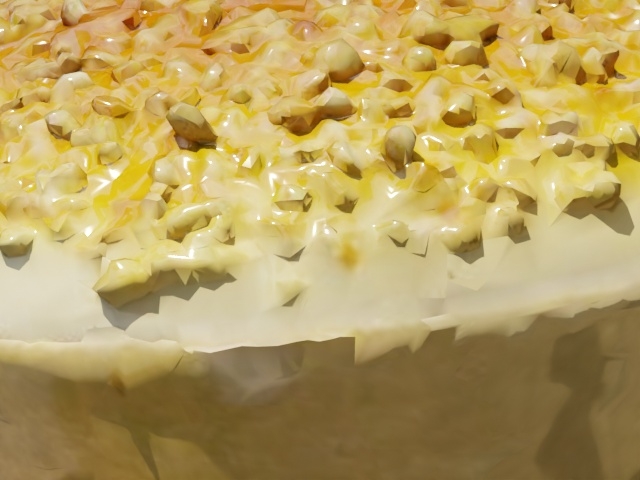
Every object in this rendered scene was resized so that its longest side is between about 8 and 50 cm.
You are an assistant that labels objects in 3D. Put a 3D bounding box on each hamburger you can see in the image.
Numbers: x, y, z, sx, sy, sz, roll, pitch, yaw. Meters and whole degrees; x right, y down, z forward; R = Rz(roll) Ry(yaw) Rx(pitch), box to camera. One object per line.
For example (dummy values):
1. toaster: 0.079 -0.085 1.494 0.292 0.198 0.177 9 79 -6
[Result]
1. hamburger: 0.000 0.000 0.501 0.302 0.302 0.170 -35 -60 -72
